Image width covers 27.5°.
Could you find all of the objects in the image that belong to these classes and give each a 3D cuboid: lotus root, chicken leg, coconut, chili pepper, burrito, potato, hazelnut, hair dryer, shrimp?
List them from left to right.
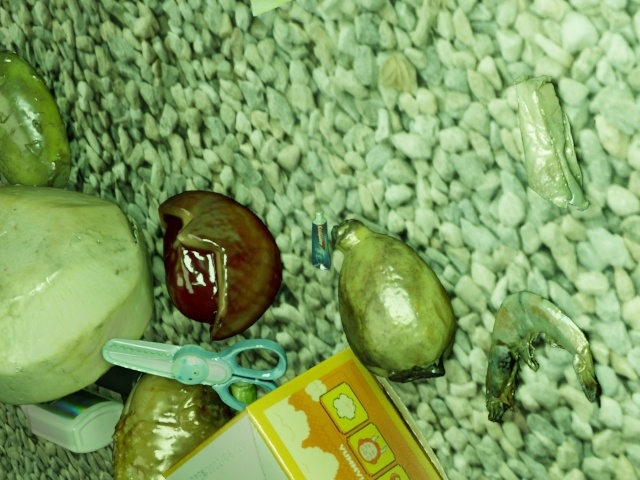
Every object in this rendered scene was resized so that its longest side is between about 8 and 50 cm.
[{"bbox_3d":[-0.462,-0.176,2.037,0.149,0.113,0.251,-13,109,43],"label":"potato"},{"bbox_3d":[-0.409,0.074,1.908,0.352,0.352,0.353,25,127,39],"label":"coconut"},{"bbox_3d":[-0.285,0.297,2.135,0.128,0.070,0.255,10,124,45],"label":"hair dryer"},{"bbox_3d":[-0.205,0.395,1.929,0.182,0.410,0.295,-5,146,23],"label":"chicken leg"},{"bbox_3d":[-0.145,0.026,1.741,0.201,0.160,0.170,40,137,20],"label":"hazelnut"},{"bbox_3d":[-0.094,0.290,1.916,0.052,0.050,0.202,-92,-14,-77],"label":"chili pepper"},{"bbox_3d":[0.083,0.069,1.531,0.138,0.138,0.214,-22,93,52],"label":"lotus root"},{"bbox_3d":[0.247,0.155,1.465,0.148,0.035,0.195,31,129,32],"label":"shrimp"},{"bbox_3d":[0.232,-0.098,1.335,0.055,0.041,0.149,-9,103,37],"label":"burrito"}]

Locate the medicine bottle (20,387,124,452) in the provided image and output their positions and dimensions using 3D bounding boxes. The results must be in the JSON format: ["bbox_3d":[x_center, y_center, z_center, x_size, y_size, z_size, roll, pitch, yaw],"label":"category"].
[{"bbox_3d":[-0.437,0.299,2.255,0.219,0.115,0.078,11,119,46],"label":"medicine bottle"}]

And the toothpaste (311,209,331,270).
[{"bbox_3d":[0.000,0.000,1.672,0.027,0.019,0.083,9,120,19],"label":"toothpaste"}]

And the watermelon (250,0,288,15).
[{"bbox_3d":[-0.035,-0.392,1.392,0.256,0.176,0.260,49,162,31],"label":"watermelon"}]

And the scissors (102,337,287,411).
[{"bbox_3d":[-0.178,0.175,1.827,0.256,0.030,0.125,11,122,-6],"label":"scissors"}]

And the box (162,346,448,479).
[{"bbox_3d":[-0.015,0.327,1.710,0.260,0.213,0.283,56,142,7],"label":"box"}]
